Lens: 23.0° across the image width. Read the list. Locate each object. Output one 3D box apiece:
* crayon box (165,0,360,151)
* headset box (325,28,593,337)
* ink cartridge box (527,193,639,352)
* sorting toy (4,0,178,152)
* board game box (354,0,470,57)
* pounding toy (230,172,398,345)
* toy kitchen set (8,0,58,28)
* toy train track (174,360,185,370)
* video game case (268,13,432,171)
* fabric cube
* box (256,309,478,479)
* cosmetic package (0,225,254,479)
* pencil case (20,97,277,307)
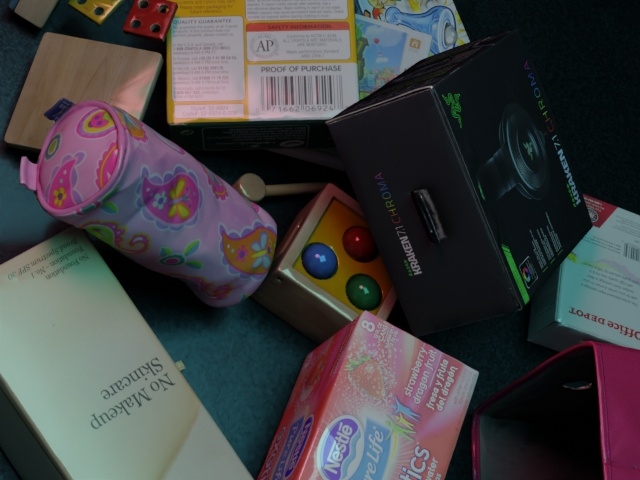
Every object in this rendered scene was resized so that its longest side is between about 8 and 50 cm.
[{"bbox_3d":[-0.066,-0.260,1.719,0.203,0.083,0.323,-1,71,-3],"label":"crayon box"},{"bbox_3d":[0.150,-0.064,1.653,0.283,0.131,0.246,-36,107,-58],"label":"headset box"},{"bbox_3d":[0.315,0.048,1.817,0.127,0.072,0.175,20,61,-17],"label":"ink cartridge box"},{"bbox_3d":[-0.238,-0.146,1.635,0.132,0.046,0.274,11,69,12],"label":"sorting toy"},{"bbox_3d":[0.117,-0.212,1.855,0.136,0.035,0.201,-11,70,-29],"label":"board game box"},{"bbox_3d":[-0.001,-0.010,1.681,0.206,0.094,0.181,35,58,-8],"label":"pounding toy"},{"bbox_3d":[-0.313,-0.362,1.699,0.166,0.122,0.207,32,38,-9],"label":"toy kitchen set"},{"bbox_3d":[-0.148,0.148,1.589,0.048,0.014,0.083,-25,81,-31],"label":"toy train track"},{"bbox_3d":[0.008,-0.175,1.769,0.212,0.023,0.193,15,65,-5],"label":"video game case"},{"bbox_3d":[0.329,0.274,1.617,0.258,0.254,0.259,10,64,-21],"label":"fabric cube"},{"bbox_3d":[0.025,0.243,1.547,0.142,0.154,0.300,29,60,-11],"label":"box"},{"bbox_3d":[-0.219,0.160,1.493,0.160,0.113,0.309,-33,84,-33],"label":"cosmetic package"},{"bbox_3d":[-0.160,-0.032,1.531,0.284,0.124,0.124,33,50,-52],"label":"pencil case"}]
